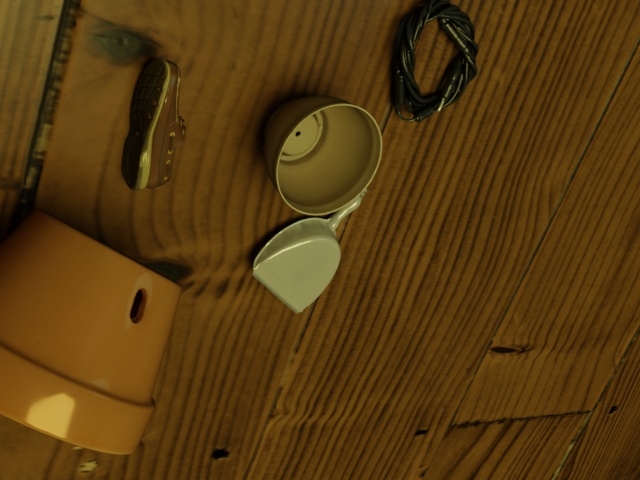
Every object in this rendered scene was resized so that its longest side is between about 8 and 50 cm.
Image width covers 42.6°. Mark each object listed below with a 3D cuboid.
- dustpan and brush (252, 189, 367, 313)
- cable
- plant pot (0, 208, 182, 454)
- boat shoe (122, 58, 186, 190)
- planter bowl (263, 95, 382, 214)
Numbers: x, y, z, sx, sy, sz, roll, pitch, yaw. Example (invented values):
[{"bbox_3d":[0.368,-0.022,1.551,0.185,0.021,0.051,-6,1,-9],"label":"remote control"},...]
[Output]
[{"bbox_3d":[0.000,0.000,1.265,0.211,0.060,0.147,-39,135,4],"label":"dustpan and brush"},{"bbox_3d":[0.172,-0.267,1.199,0.150,0.047,0.185,-20,128,-23],"label":"cable"},{"bbox_3d":[-0.302,0.096,0.984,0.291,0.290,0.204,34,81,-43],"label":"plant pot"},{"bbox_3d":[-0.201,-0.144,1.023,0.060,0.064,0.178,-6,129,-37],"label":"boat shoe"},{"bbox_3d":[-0.012,-0.131,1.123,0.162,0.109,0.162,-17,128,-23],"label":"planter bowl"}]
